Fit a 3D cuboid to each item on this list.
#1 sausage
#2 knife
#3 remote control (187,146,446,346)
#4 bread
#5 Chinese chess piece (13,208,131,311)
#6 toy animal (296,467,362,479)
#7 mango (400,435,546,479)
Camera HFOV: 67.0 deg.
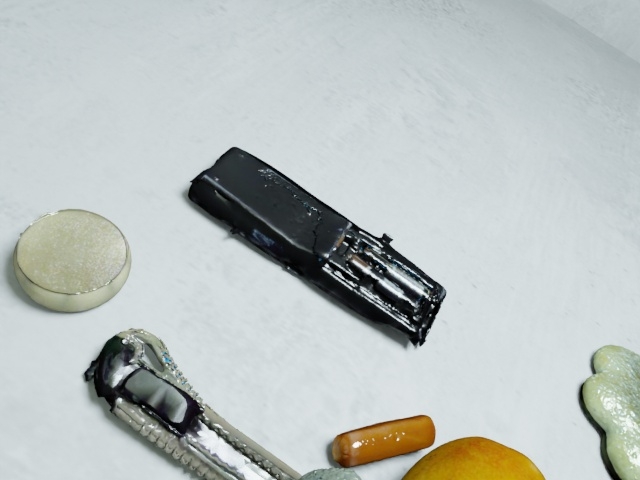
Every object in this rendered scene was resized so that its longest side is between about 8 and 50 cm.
[{"bbox_3d":[0.074,0.233,0.564,0.131,0.041,0.039,-3,78,-25],"label":"sausage"},{"bbox_3d":[-0.090,0.216,0.502,0.365,0.043,0.089,37,54,4],"label":"knife"},{"bbox_3d":[0.000,0.000,0.693,0.398,0.062,0.145,33,49,2],"label":"remote control"},{"bbox_3d":[0.490,0.294,0.699,0.207,0.056,0.287,-17,62,-35],"label":"bread"},{"bbox_3d":[-0.283,0.022,0.558,0.122,0.051,0.122,13,52,-17],"label":"Chinese chess piece"},{"bbox_3d":[-0.056,0.302,0.427,0.253,0.070,0.079,-40,62,-14],"label":"toy animal"},{"bbox_3d":[0.144,0.297,0.496,0.221,0.120,0.152,-19,66,-26],"label":"mango"}]
